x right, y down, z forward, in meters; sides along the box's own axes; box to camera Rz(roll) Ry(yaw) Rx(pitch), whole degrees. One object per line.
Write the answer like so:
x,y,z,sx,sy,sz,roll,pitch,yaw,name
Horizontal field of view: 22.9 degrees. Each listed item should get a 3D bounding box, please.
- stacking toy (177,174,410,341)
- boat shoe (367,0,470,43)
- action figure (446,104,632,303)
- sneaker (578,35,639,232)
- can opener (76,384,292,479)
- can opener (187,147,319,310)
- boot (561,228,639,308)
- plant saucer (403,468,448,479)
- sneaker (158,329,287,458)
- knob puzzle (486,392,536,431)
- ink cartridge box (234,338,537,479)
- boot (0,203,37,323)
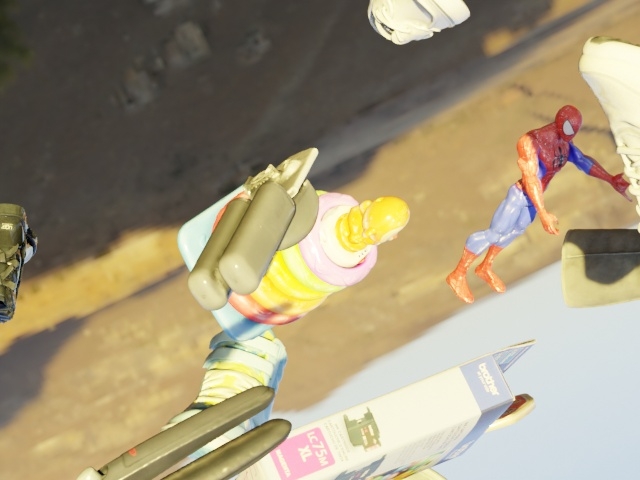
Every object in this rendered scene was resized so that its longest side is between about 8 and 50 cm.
0.000,0.000,1.762,0.175,0.166,0.302,-37,-168,-37,stacking toy
0.104,-0.260,1.793,0.084,0.095,0.258,-42,-177,1,boat shoe
0.259,-0.024,1.833,0.091,0.139,0.280,-17,140,-41,action figure
0.302,-0.048,1.307,0.118,0.292,0.110,-46,-158,-5,sneaker
-0.103,0.141,0.923,0.186,0.059,0.073,-33,-149,-5,can opener
-0.049,-0.005,1.572,0.076,0.095,0.283,-27,-160,25,can opener
0.402,-0.006,1.957,0.076,0.190,0.208,23,163,-40,boot
0.055,0.508,2.355,0.400,0.400,0.100,-26,148,18,plant saucer
-0.129,0.199,2.144,0.127,0.208,0.319,14,172,6,sneaker
0.162,0.201,1.820,0.213,0.030,0.213,-17,-179,0,knob puzzle
0.065,0.198,1.549,0.311,0.065,0.186,-22,162,-22,ink cartridge box
-0.298,0.030,1.498,0.045,0.099,0.121,4,158,-4,boot
